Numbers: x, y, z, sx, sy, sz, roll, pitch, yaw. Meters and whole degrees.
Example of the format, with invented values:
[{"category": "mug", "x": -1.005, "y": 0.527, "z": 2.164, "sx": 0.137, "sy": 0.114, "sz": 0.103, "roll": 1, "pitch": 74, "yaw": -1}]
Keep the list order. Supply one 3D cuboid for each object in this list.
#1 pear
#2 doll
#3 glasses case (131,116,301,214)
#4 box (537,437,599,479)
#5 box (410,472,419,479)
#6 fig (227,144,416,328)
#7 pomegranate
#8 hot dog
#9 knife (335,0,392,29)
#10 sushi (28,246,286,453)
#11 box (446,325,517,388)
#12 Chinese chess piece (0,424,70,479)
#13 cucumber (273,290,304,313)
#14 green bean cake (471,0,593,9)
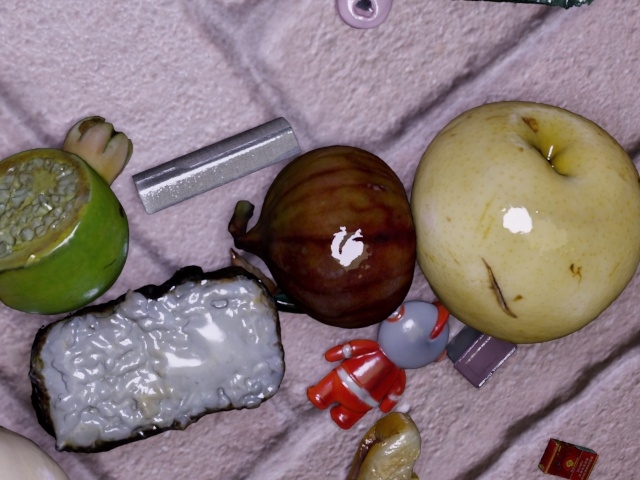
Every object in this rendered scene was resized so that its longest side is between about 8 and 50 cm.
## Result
[{"category": "pear", "x": 0.254, "y": -0.021, "z": 1.323, "sx": 0.309, "sy": 0.309, "sz": 0.309, "roll": -5, "pitch": 108, "yaw": -15}, {"category": "doll", "x": 0.094, "y": 0.157, "z": 1.444, "sx": 0.245, "sy": 0.076, "sz": 0.142, "roll": -44, "pitch": 121, "yaw": 5}, {"category": "glasses case", "x": -0.130, "y": -0.095, "z": 1.302, "sx": 0.204, "sy": 0.071, "sz": 0.047, "roll": -22, "pitch": 108, "yaw": -8}, {"category": "box", "x": 0.381, "y": 0.338, "z": 1.611, "sx": 0.082, "sy": 0.023, "sz": 0.052, "roll": 18, "pitch": 99, "yaw": -21}, {"category": "box", "x": 0.068, "y": 0.390, "z": 1.535, "sx": 0.155, "sy": 0.023, "sz": 0.087, "roll": -3, "pitch": 104, "yaw": -15}, {"category": "fig", "x": 0.018, "y": 0.002, "z": 1.291, "sx": 0.214, "sy": 0.235, "sz": 0.235, "roll": -25, "pitch": 112, "yaw": -23}, {"category": "pomegranate", "x": -0.311, "y": -0.021, "z": 1.237, "sx": 0.189, "sy": 0.241, "sz": 0.159, "roll": -14, "pitch": 145, "yaw": 13}, {"category": "hot dog", "x": 0.071, "y": 0.356, "z": 1.470, "sx": 0.073, "sy": 0.084, "sz": 0.243, "roll": 15, "pitch": 99, "yaw": -15}, {"category": "knife", "x": 0.073, "y": -0.429, "z": 1.288, "sx": 0.081, "sy": 0.043, "sz": 0.336, "roll": 9, "pitch": 97, "yaw": -12}, {"category": "sushi", "x": -0.193, "y": 0.126, "z": 1.295, "sx": 0.343, "sy": 0.182, "sz": 0.197, "roll": -17, "pitch": 109, "yaw": -13}, {"category": "box", "x": 0.222, "y": 0.154, "z": 1.486, "sx": 0.060, "sy": 0.063, "sz": 0.085, "roll": 42, "pitch": 90, "yaw": -25}, {"category": "Chinese chess piece", "x": -0.451, "y": 0.378, "z": 1.256, "sx": 0.338, "sy": 0.140, "sz": 0.338, "roll": -20, "pitch": 129, "yaw": -26}, {"category": "cucumber", "x": 0.009, "y": 0.083, "z": 1.418, "sx": 0.184, "sy": 0.033, "sz": 0.036, "roll": -1, "pitch": 129, "yaw": -17}, {"category": "green bean cake", "x": 0.256, "y": -0.338, "z": 1.280, "sx": 0.208, "sy": 0.193, "sz": 0.107, "roll": 3, "pitch": 100, "yaw": -19}]
